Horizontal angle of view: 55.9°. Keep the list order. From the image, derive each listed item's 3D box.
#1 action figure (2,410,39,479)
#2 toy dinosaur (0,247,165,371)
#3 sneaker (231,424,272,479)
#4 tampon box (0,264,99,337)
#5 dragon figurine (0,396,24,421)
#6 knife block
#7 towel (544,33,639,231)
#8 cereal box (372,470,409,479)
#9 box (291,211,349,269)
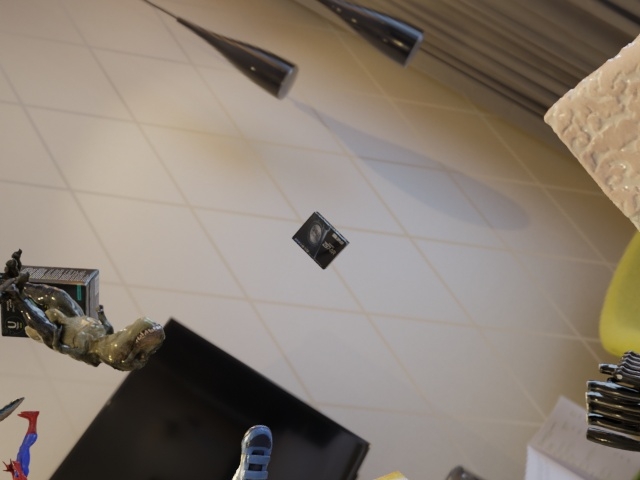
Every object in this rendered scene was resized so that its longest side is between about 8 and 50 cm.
[{"bbox_3d":[-0.323,0.245,0.651,0.038,0.030,0.115,-29,60,46],"label":"action figure"},{"bbox_3d":[-0.256,0.071,0.575,0.268,0.118,0.064,0,44,46],"label":"toy dinosaur"},{"bbox_3d":[-0.111,0.381,1.010,0.059,0.053,0.144,-141,64,-69],"label":"sneaker"},{"bbox_3d":[-0.538,0.123,1.207,0.101,0.161,0.120,-109,24,-74],"label":"tampon box"},{"bbox_3d":[-0.498,0.202,0.727,0.289,0.144,0.085,-25,1,26],"label":"dragon figurine"},{"bbox_3d":[0.488,0.255,0.774,0.088,0.275,0.242,-22,-24,-49],"label":"knife block"},{"bbox_3d":[0.529,-0.154,0.848,0.053,0.317,0.332,-31,-8,-36],"label":"towel"},{"bbox_3d":[0.138,0.568,1.262,0.173,0.047,0.240,-13,1,-16],"label":"cereal box"},{"bbox_3d":[0.000,0.000,1.071,0.067,0.083,0.018,-48,-11,17],"label":"box"}]
